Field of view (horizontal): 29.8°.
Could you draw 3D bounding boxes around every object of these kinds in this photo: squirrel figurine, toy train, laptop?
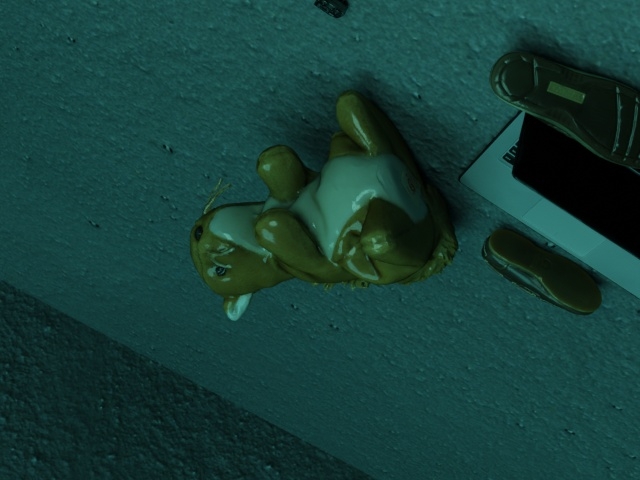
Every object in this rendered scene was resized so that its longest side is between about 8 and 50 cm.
[{"bbox_3d":[0.000,0.000,1.908,0.370,0.281,0.397,-25,155,23],"label":"squirrel figurine"},{"bbox_3d":[-0.031,-0.362,1.682,0.158,0.027,0.036,35,163,-8],"label":"toy train"},{"bbox_3d":[0.380,0.011,1.656,0.382,0.236,0.408,33,153,-2],"label":"laptop"}]

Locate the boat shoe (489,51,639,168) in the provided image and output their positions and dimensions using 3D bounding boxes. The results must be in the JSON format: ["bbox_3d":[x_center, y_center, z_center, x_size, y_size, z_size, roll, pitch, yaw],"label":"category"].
[{"bbox_3d":[0.342,-0.176,1.571,0.257,0.095,0.095,29,-173,-1],"label":"boat shoe"}]

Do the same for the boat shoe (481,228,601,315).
[{"bbox_3d":[0.354,0.055,1.938,0.207,0.073,0.073,36,155,8],"label":"boat shoe"}]
